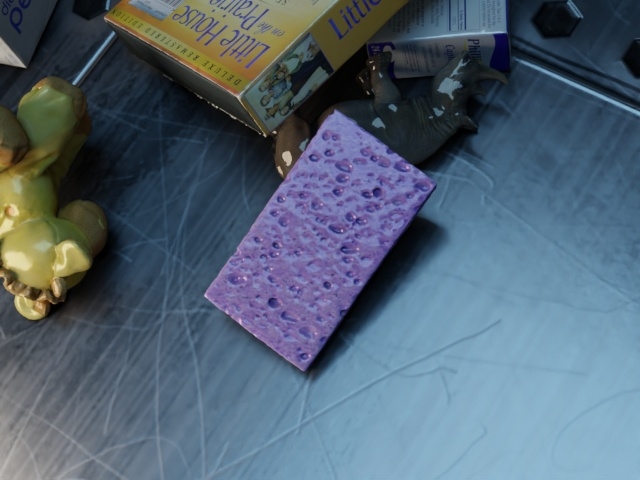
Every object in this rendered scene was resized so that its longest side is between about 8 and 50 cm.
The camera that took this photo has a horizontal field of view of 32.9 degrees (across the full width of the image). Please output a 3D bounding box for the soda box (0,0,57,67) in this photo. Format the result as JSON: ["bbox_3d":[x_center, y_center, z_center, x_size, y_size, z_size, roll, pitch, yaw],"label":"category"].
[{"bbox_3d":[-0.329,-0.340,1.203,0.091,0.098,0.286,12,70,19],"label":"soda box"}]

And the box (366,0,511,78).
[{"bbox_3d":[0.118,-0.232,1.073,0.137,0.072,0.126,-2,66,12],"label":"box"}]

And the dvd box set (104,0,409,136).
[{"bbox_3d":[0.009,-0.305,1.069,0.420,0.062,0.307,-45,39,-9],"label":"dvd box set"}]

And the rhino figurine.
[{"bbox_3d":[0.061,-0.120,1.036,0.243,0.073,0.106,-14,84,5],"label":"rhino figurine"}]

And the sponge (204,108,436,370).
[{"bbox_3d":[0.000,0.000,0.982,0.117,0.031,0.210,35,92,9],"label":"sponge"}]

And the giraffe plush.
[{"bbox_3d":[-0.275,-0.025,1.036,0.210,0.181,0.170,-38,86,-17],"label":"giraffe plush"}]
